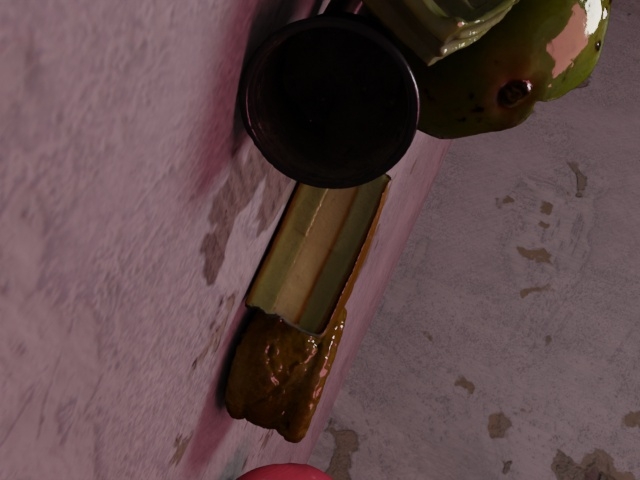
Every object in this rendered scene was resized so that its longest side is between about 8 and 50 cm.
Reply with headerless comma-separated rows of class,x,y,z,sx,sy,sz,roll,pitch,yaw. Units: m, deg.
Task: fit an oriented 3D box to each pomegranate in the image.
pomegranate,0.185,-0.313,0.950,0.216,0.310,0.358,29,40,-46

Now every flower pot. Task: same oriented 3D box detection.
flower pot,0.016,-0.139,0.683,0.107,0.158,0.157,-71,177,-57

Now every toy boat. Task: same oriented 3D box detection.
toy boat,0.128,-0.244,0.710,0.084,0.111,0.276,-44,-178,43

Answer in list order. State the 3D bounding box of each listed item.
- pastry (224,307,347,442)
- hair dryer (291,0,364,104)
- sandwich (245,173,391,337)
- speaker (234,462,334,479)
pastry,-0.048,0.160,1.072,0.240,0.132,0.235,109,0,-55
hair dryer,0.031,-0.243,0.784,0.248,0.078,0.195,-58,170,1
sandwich,0.000,0.000,0.949,0.144,0.117,0.187,-54,164,-63
speaker,-0.068,0.530,1.307,0.294,0.294,0.294,23,90,-80
